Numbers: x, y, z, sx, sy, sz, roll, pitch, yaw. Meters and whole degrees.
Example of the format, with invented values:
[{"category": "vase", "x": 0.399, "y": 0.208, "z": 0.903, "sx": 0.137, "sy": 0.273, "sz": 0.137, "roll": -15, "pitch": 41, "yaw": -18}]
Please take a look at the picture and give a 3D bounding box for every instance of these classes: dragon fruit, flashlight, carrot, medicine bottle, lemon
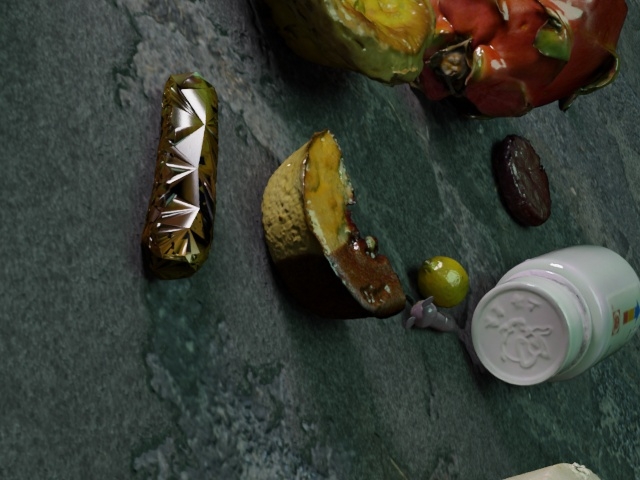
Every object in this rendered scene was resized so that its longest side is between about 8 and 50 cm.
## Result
[{"category": "dragon fruit", "x": 0.257, "y": -0.273, "z": 1.900, "sx": 0.305, "sy": 0.305, "sz": 0.226, "roll": 34, "pitch": 73, "yaw": -46}, {"category": "flashlight", "x": 0.138, "y": 0.094, "z": 1.698, "sx": 0.031, "sy": 0.052, "sz": 0.110, "roll": 44, "pitch": 10, "yaw": 29}, {"category": "carrot", "x": -0.131, "y": -0.066, "z": 1.315, "sx": 0.069, "sy": 0.069, "sz": 0.229, "roll": 40, "pitch": 40, "yaw": -42}, {"category": "medicine bottle", "x": 0.322, "y": 0.102, "z": 1.857, "sx": 0.293, "sy": 0.170, "sz": 0.170, "roll": -14, "pitch": 85, "yaw": -61}, {"category": "lemon", "x": 0.152, "y": 0.051, "z": 1.716, "sx": 0.083, "sy": 0.062, "sz": 0.062, "roll": 49, "pitch": 36, "yaw": -37}]

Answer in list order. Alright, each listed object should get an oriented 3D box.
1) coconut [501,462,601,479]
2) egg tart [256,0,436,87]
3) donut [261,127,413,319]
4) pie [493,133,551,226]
[{"category": "coconut", "x": 0.254, "y": 0.369, "z": 1.511, "sx": 0.239, "sy": 0.244, "sz": 0.239, "roll": 38, "pitch": 42, "yaw": -44}, {"category": "egg tart", "x": 0.011, "y": -0.322, "z": 1.635, "sx": 0.341, "sy": 0.129, "sz": 0.341, "roll": 35, "pitch": 44, "yaw": -43}, {"category": "donut", "x": 0.000, "y": -0.002, "z": 1.471, "sx": 0.141, "sy": 0.085, "sz": 0.217, "roll": -24, "pitch": 93, "yaw": -60}, {"category": "pie", "x": 0.310, "y": -0.091, "z": 2.084, "sx": 0.154, "sy": 0.036, "sz": 0.154, "roll": 36, "pitch": 44, "yaw": -45}]
